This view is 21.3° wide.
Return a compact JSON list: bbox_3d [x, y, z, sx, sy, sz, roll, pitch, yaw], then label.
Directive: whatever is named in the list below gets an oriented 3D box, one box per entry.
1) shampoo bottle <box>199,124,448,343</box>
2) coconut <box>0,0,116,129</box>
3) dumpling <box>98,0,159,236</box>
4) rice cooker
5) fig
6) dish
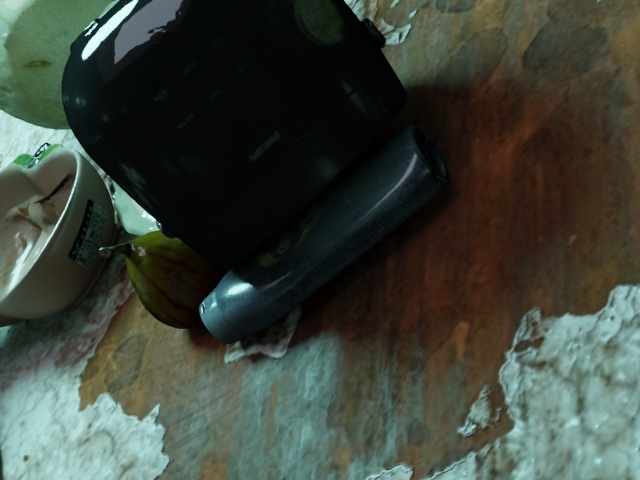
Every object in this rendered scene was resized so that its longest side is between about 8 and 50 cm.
[{"bbox_3d":[0.000,0.000,1.369,0.234,0.049,0.087,-38,26,18],"label":"shampoo bottle"},{"bbox_3d":[-0.276,-0.258,1.811,0.237,0.237,0.266,-42,31,13],"label":"coconut"},{"bbox_3d":[-0.106,-0.142,1.585,0.227,0.243,0.175,-6,10,27],"label":"dumpling"},{"bbox_3d":[-0.075,-0.124,1.380,0.267,0.224,0.267,-44,6,5],"label":"rice cooker"},{"bbox_3d":[-0.137,0.020,1.450,0.089,0.125,0.089,-31,41,31],"label":"fig"},{"bbox_3d":[-0.277,0.008,1.672,0.213,0.090,0.213,-32,38,29],"label":"dish"}]
